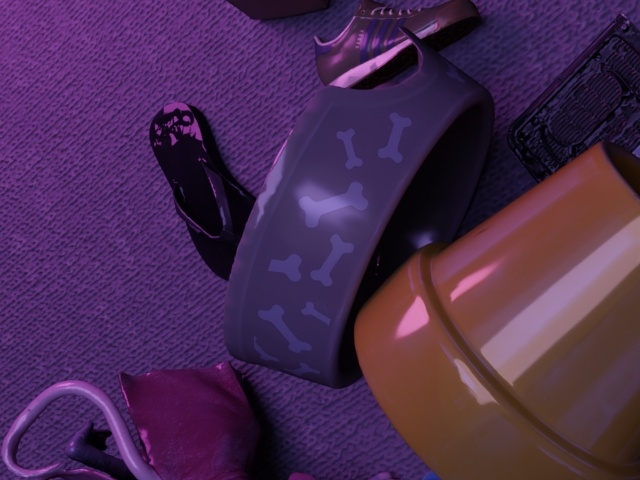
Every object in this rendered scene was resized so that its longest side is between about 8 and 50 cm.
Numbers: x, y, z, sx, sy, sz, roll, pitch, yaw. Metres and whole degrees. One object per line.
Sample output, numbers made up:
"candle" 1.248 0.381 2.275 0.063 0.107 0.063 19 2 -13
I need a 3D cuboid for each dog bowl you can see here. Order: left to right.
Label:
"dog bowl" 0.048 -0.018 1.028 0.102 0.349 0.349 27 99 17

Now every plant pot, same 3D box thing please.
"plant pot" -0.040 -0.307 1.235 0.096 0.109 0.109 9 90 16
"plant pot" 0.195 0.061 0.867 0.239 0.254 0.254 -49 65 22

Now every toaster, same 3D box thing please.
"toaster" 0.282 -0.084 1.024 0.185 0.110 0.168 -47 65 17

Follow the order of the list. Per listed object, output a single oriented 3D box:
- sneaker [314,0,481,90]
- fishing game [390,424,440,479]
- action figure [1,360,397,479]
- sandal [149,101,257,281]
"sneaker" 0.070 -0.225 1.181 0.192 0.064 0.086 -28 77 27
"fishing game" 0.161 0.282 1.007 0.189 0.041 0.264 1 118 47
"action figure" -0.101 0.269 1.127 0.248 0.276 0.370 -52 50 9
"sandal" -0.136 -0.051 1.286 0.097 0.054 0.254 -43 67 19
